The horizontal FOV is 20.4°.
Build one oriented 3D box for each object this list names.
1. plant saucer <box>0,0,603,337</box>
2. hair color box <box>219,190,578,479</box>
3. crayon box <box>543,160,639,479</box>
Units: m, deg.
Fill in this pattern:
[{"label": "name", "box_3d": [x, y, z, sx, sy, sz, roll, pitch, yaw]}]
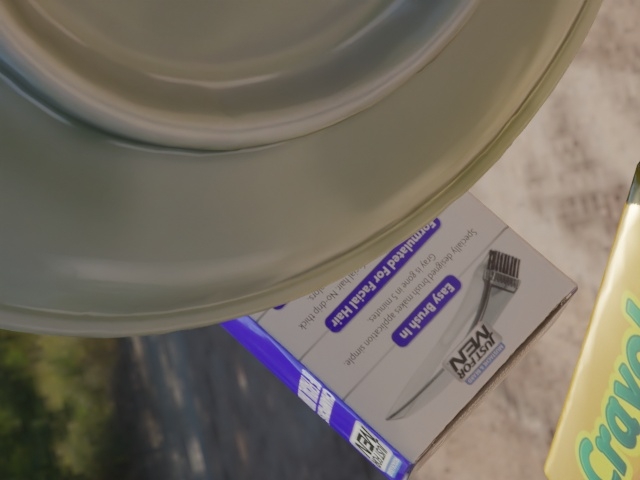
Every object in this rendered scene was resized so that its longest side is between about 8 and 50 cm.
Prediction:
[{"label": "plant saucer", "box_3d": [-0.040, -0.144, 0.584, 0.100, 0.400, 0.400, -144, 41, -61]}, {"label": "hair color box", "box_3d": [0.000, 0.000, 1.331, 0.339, 0.185, 0.110, 42, 164, 11]}, {"label": "crayon box", "box_3d": [0.190, 0.093, 0.644, 0.318, 0.081, 0.202, 51, 153, 31]}]
